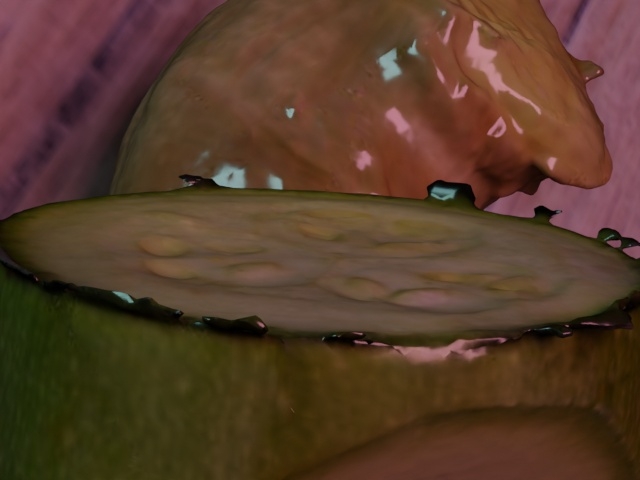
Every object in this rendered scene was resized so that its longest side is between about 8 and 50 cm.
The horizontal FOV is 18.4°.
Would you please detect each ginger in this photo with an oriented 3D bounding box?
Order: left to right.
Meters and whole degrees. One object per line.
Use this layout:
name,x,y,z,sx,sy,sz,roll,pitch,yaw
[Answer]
ginger,0.000,0.000,0.685,0.138,0.152,0.267,40,69,-55

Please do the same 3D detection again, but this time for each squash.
squash,-0.011,0.120,0.529,0.189,0.189,0.260,-6,107,-43
